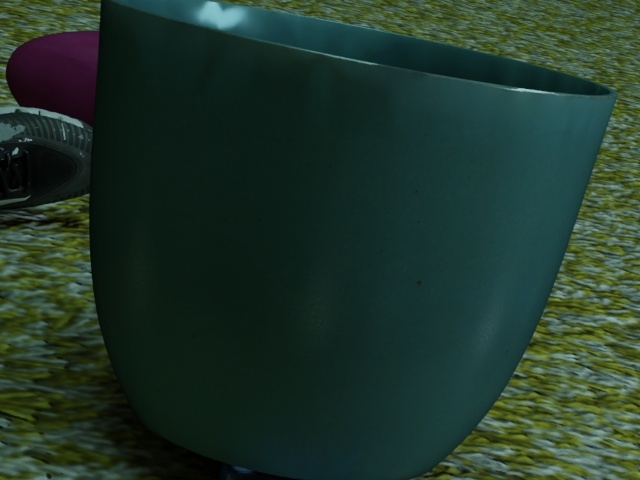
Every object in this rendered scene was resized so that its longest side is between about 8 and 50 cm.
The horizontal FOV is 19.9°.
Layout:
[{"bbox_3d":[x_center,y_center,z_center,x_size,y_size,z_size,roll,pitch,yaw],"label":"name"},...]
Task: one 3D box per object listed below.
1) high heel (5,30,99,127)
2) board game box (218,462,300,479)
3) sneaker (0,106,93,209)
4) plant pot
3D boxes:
[{"bbox_3d":[-0.072,-0.068,1.370,0.377,0.127,0.181,18,8,2],"label":"high heel"},{"bbox_3d":[-0.003,0.150,0.975,0.090,0.020,0.090,8,20,-17],"label":"board game box"},{"bbox_3d":[-0.258,-0.047,1.281,0.234,0.078,0.106,4,24,-17],"label":"sneaker"},{"bbox_3d":[0.000,0.000,1.042,0.293,0.235,0.293,11,11,-2],"label":"plant pot"}]
